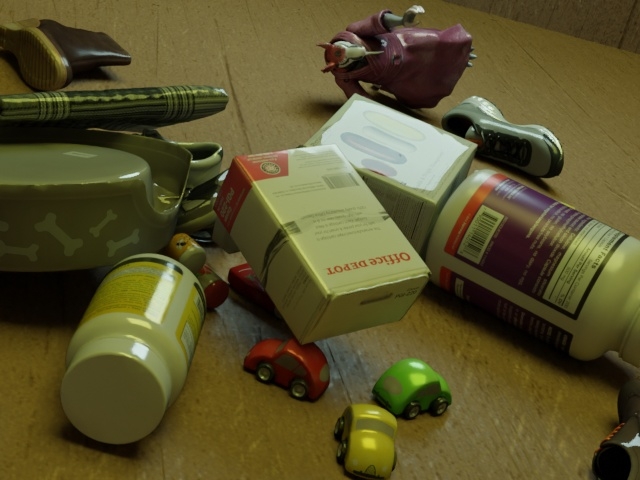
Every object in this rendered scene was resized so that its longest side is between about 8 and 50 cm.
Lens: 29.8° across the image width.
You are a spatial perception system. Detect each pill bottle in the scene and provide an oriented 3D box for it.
[{"bbox_3d":[0.316,0.044,1.635,0.323,0.181,0.181,28,25,21],"label":"pill bottle"},{"bbox_3d":[-0.185,0.105,1.197,0.119,0.119,0.208,17,22,-4],"label":"pill bottle"}]

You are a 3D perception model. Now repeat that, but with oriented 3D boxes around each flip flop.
[{"bbox_3d":[-0.143,-0.035,1.578,0.080,0.112,0.277,61,6,-9],"label":"flip flop"}]

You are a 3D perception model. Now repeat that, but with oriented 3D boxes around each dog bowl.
[{"bbox_3d":[-0.320,-0.053,1.367,0.349,0.102,0.349,4,15,-1],"label":"dog bowl"}]

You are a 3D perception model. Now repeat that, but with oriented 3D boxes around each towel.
[{"bbox_3d":[-0.331,-0.167,1.617,0.312,0.056,0.324,-7,6,-32],"label":"towel"}]

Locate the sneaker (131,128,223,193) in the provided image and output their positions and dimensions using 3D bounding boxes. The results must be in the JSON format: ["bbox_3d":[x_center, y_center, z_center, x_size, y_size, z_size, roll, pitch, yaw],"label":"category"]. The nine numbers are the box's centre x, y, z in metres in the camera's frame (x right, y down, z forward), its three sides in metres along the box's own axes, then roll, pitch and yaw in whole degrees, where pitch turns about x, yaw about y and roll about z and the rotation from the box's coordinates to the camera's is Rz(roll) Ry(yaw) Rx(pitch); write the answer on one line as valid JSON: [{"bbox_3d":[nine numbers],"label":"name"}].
[{"bbox_3d":[-0.253,-0.111,1.662,0.258,0.091,0.094,0,30,-38],"label":"sneaker"}]

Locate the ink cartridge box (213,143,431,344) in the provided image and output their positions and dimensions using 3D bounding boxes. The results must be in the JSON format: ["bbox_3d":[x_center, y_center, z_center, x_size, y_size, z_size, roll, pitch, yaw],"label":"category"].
[{"bbox_3d":[0.000,0.000,1.382,0.158,0.092,0.218,-11,52,-37],"label":"ink cartridge box"}]

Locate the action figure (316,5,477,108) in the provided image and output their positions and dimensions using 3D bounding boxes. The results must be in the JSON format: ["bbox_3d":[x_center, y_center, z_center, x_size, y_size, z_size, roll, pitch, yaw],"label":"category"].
[{"bbox_3d":[0.118,-0.366,2.317,0.370,0.248,0.276,0,28,-43],"label":"action figure"}]

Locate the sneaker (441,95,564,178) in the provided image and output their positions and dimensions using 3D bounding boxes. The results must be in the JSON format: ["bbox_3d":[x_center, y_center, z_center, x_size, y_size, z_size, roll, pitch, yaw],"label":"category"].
[{"bbox_3d":[0.347,-0.186,2.301,0.108,0.100,0.271,-24,43,-39],"label":"sneaker"}]

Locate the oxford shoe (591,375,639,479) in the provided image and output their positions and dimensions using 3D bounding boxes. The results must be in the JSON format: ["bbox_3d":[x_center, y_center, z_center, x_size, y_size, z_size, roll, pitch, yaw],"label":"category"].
[{"bbox_3d":[0.361,0.230,1.369,0.098,0.097,0.271,12,23,-1],"label":"oxford shoe"}]

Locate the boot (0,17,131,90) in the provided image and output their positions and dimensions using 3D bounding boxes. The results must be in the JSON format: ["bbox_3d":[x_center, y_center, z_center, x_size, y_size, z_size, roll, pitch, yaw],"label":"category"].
[{"bbox_3d":[-0.404,-0.312,1.995,0.207,0.090,0.248,-3,27,-37],"label":"boot"}]

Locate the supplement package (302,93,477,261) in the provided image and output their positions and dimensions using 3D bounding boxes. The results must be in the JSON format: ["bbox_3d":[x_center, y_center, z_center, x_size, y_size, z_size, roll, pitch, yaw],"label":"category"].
[{"bbox_3d":[0.087,-0.079,1.731,0.203,0.149,0.194,24,37,12],"label":"supplement package"}]

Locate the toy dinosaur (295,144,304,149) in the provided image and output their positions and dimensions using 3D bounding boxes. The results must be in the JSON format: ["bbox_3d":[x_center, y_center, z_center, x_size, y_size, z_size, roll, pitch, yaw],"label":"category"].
[{"bbox_3d":[0.069,-0.100,1.928,0.268,0.064,0.118,21,16,-2],"label":"toy dinosaur"}]

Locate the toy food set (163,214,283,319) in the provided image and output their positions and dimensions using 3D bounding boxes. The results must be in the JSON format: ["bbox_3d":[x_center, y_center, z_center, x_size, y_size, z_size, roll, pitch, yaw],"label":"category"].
[{"bbox_3d":[-0.071,0.031,1.460,0.232,0.111,0.104,-14,40,-41],"label":"toy food set"}]

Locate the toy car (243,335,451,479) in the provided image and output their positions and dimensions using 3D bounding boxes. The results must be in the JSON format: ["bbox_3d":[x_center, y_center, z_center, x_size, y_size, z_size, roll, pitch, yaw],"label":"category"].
[{"bbox_3d":[0.062,0.164,1.336,0.225,0.053,0.239,-2,31,-40],"label":"toy car"}]

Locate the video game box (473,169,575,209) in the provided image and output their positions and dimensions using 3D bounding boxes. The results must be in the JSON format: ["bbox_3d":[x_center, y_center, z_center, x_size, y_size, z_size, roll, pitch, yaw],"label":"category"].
[{"bbox_3d":[0.327,-0.040,2.000,0.187,0.048,0.205,20,23,7],"label":"video game box"}]
